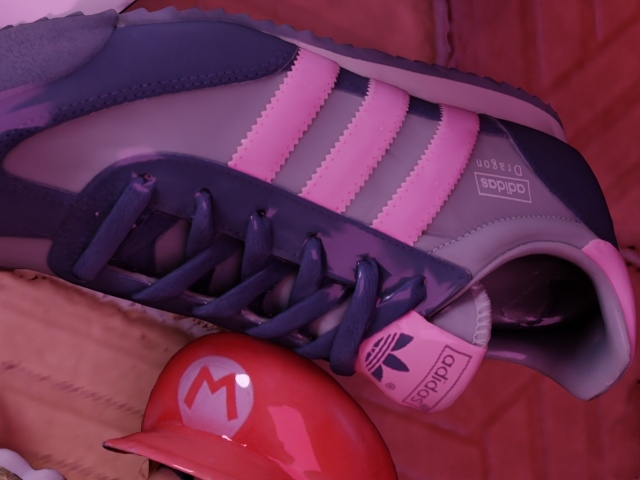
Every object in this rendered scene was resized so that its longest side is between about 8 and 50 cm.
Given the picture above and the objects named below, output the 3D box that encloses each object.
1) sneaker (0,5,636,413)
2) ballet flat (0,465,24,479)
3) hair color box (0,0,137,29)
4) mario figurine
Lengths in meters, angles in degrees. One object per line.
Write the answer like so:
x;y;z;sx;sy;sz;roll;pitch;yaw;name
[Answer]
0.000;0.000;0.485;0.319;0.131;0.112;1;141;-34;sneaker
-0.096;0.247;0.439;0.123;0.123;0.348;-16;97;-16;ballet flat
-0.152;-0.244;0.458;0.174;0.105;0.347;-41;108;-10;hair color box
-0.065;0.193;0.521;0.198;0.170;0.320;10;96;-18;mario figurine
